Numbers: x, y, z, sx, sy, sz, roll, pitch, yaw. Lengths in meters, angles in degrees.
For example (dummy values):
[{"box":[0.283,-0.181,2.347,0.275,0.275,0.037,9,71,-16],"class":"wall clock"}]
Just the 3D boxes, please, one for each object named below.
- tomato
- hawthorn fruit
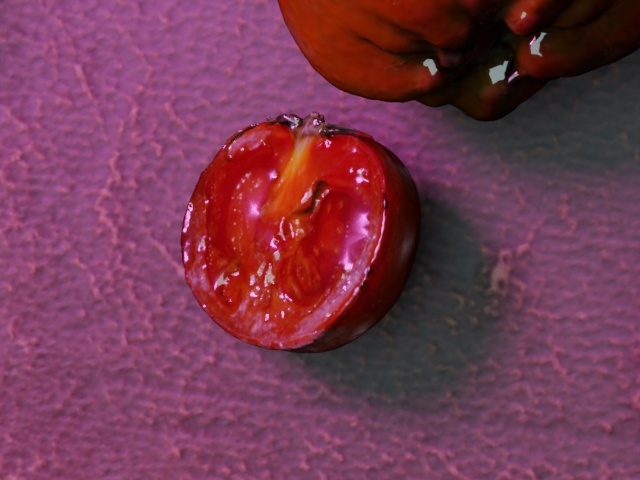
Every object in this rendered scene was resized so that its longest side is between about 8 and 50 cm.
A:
[{"box":[0.000,0.000,1.093,0.159,0.091,0.139,12,85,40],"class":"tomato"},{"box":[0.084,-0.202,1.013,0.224,0.224,0.260,-7,68,14],"class":"hawthorn fruit"}]
